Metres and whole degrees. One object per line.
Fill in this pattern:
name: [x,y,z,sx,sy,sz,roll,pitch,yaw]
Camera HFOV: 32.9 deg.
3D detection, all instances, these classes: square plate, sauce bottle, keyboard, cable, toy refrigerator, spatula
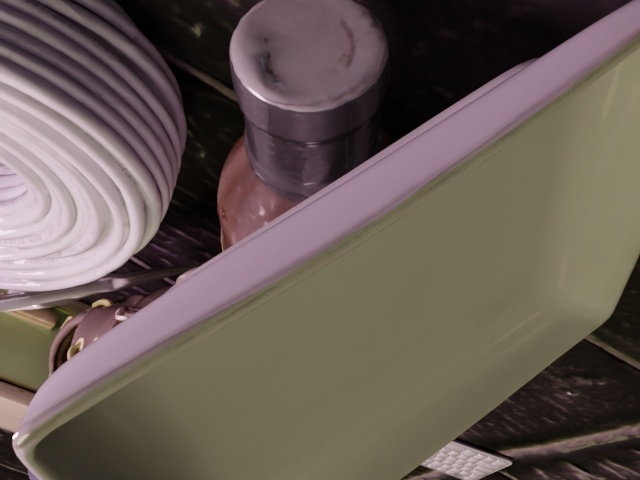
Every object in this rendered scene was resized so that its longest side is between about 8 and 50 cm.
square plate: [0.037,0.050,0.560,0.049,0.344,0.347,50,165,25]
sauce bottle: [0.000,0.000,0.612,0.111,0.111,0.344,9,152,4]
keyboard: [0.059,0.183,1.033,0.256,0.014,0.072,22,151,-19]
cable: [-0.203,-0.066,0.589,0.257,0.089,0.257,-16,141,42]
toy refrigerator: [-0.275,0.082,0.880,0.269,0.102,0.094,26,149,-24]
spatula: [-0.211,0.044,0.735,0.168,0.019,0.242,-6,-176,43]

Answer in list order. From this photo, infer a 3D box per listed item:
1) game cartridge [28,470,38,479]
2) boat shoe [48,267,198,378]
game cartridge: [-0.189,0.318,1.340,0.294,0.060,0.196,-1,154,23]
boat shoe: [-0.119,0.087,0.726,0.096,0.117,0.324,-18,-177,-20]
